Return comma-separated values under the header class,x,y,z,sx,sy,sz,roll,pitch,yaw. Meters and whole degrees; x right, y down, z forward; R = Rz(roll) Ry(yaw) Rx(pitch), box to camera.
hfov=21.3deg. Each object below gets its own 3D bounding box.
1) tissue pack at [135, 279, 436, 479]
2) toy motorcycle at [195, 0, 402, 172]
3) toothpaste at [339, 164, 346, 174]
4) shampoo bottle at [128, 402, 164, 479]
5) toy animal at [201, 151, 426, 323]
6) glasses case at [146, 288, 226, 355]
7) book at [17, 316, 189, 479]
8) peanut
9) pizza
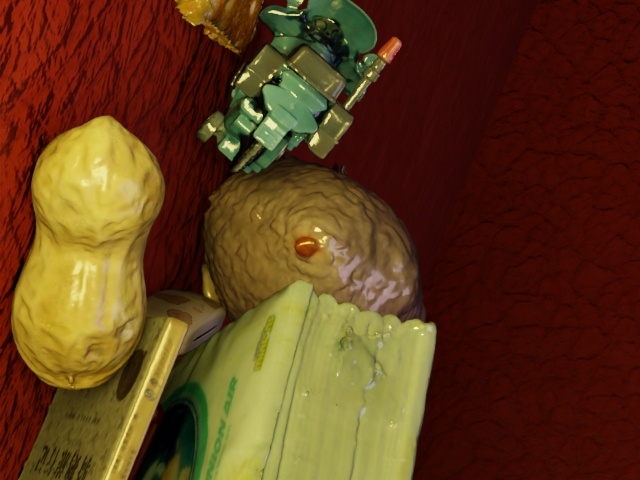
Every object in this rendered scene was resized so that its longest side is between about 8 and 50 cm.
class,x,y,z,sx,sy,sz,roll,pitch,yaw
tissue pack,-0.074,0.223,1.391,0.388,0.162,0.287,-35,-144,57
toy motorcycle,-0.022,-0.138,1.511,0.182,0.123,0.272,-49,-171,5
toothpaste,0.000,0.000,2.228,0.049,0.031,0.204,55,53,-80
shampoo bottle,-0.207,0.241,1.389,0.260,0.064,0.102,-66,-163,11
toy animal,-0.013,0.024,1.639,0.188,0.226,0.358,-55,168,-10
glasses case,-0.132,0.073,1.541,0.164,0.063,0.041,-27,135,-76
book,-0.196,0.200,1.256,0.217,0.021,0.310,-5,-119,66
peanut,-0.160,0.009,1.166,0.098,0.103,0.229,-12,130,-33
pizza,-0.071,-0.209,1.379,0.131,0.041,0.178,91,21,-56
